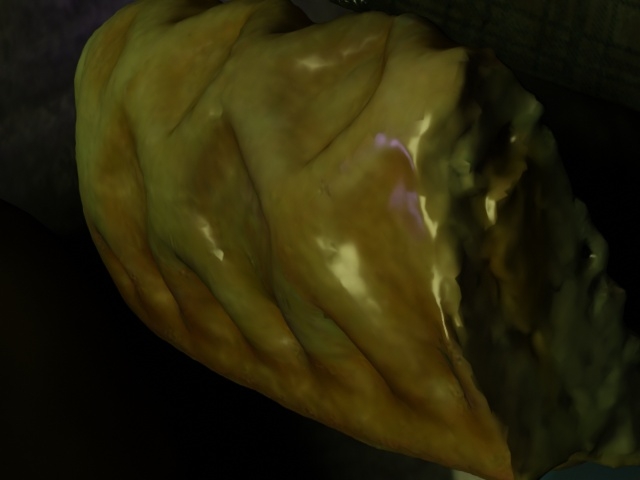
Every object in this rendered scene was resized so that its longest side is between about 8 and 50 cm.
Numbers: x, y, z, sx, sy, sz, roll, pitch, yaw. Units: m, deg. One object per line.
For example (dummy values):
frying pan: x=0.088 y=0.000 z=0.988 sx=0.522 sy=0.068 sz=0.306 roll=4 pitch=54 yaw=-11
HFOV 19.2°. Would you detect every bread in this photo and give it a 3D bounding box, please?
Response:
bread: x=0.000 y=0.000 z=0.490 sx=0.088 sy=0.128 sz=0.232 roll=-43 pitch=25 yaw=-10

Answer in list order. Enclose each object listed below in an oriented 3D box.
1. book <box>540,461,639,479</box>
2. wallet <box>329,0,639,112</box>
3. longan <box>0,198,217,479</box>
book: x=0.085 y=0.282 z=0.486 sx=0.300 sy=0.039 sz=0.428 roll=46 pitch=122 yaw=38
wallet: x=-0.026 y=-0.152 z=0.497 sx=0.317 sy=0.044 sz=0.169 roll=22 pitch=119 yaw=22
longan: x=-0.254 y=0.151 z=0.601 sx=0.436 sy=0.404 sz=0.404 roll=-24 pitch=72 yaw=44
